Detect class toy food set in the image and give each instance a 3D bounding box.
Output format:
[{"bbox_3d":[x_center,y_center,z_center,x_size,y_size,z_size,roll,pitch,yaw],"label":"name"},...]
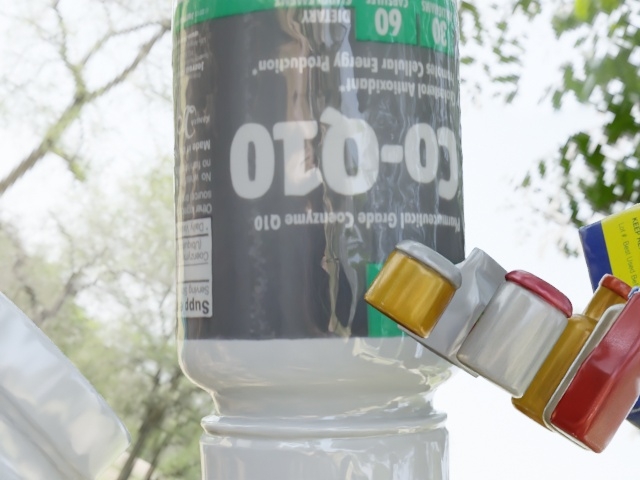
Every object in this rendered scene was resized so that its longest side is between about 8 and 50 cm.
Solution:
[{"bbox_3d":[0.129,0.042,0.680,0.111,0.104,0.232,30,-5,43],"label":"toy food set"}]

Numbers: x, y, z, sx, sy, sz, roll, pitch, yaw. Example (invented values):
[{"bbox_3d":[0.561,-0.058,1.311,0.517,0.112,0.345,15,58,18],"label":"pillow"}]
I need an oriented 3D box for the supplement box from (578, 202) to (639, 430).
[{"bbox_3d":[0.439,0.042,1.055,0.356,0.194,0.195,-24,-37,28],"label":"supplement box"}]

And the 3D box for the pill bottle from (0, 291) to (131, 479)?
[{"bbox_3d":[-0.226,0.144,0.571,0.153,0.264,0.153,41,-16,15],"label":"pill bottle"}]

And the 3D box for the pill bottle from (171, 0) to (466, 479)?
[{"bbox_3d":[0.000,0.000,0.846,0.204,0.361,0.204,-2,-3,0],"label":"pill bottle"}]
